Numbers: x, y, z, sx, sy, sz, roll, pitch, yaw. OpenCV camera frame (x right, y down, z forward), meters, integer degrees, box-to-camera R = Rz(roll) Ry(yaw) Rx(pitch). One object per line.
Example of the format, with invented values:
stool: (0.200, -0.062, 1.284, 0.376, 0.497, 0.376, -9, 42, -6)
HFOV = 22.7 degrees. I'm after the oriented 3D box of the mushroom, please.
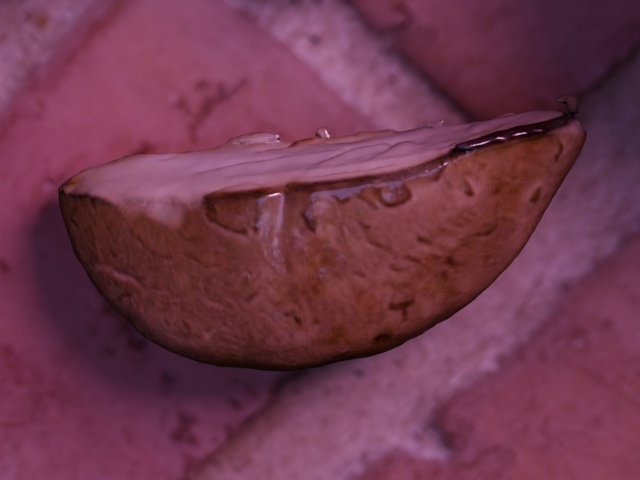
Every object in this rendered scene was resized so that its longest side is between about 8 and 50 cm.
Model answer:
mushroom: (0.001, 0.001, 0.621, 0.209, 0.072, 0.094, -5, 118, 7)
